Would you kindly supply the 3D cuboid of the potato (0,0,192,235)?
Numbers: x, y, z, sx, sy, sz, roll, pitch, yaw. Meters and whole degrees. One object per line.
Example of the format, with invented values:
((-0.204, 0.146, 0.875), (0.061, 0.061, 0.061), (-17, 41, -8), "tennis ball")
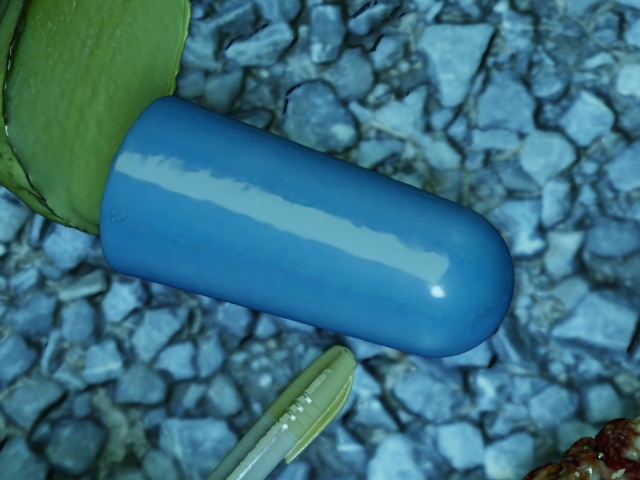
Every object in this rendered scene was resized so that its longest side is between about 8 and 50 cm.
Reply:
((-0.199, -0.139, 0.954), (0.111, 0.160, 0.272), (-3, 65, 36), "potato")

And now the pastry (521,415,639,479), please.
((0.186, 0.176, 0.761), (0.208, 0.097, 0.115), (-27, 55, 0), "pastry")

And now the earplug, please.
((0.000, 0.000, 0.859), (0.273, 0.132, 0.132), (18, 71, 14), "earplug")

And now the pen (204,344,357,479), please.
((-0.054, 0.164, 0.848), (0.040, 0.032, 0.233), (42, 81, 0), "pen")
